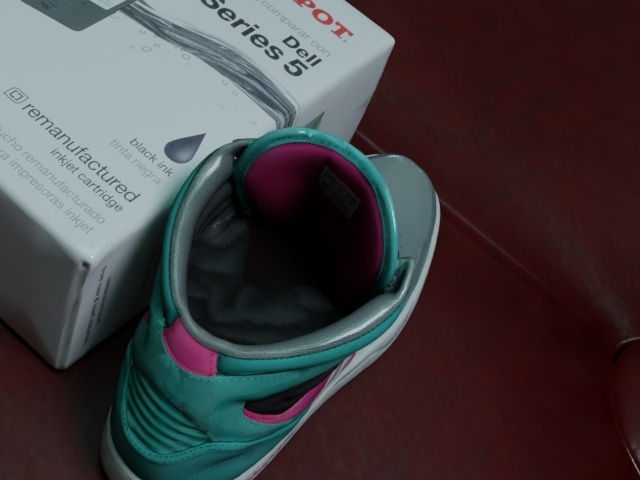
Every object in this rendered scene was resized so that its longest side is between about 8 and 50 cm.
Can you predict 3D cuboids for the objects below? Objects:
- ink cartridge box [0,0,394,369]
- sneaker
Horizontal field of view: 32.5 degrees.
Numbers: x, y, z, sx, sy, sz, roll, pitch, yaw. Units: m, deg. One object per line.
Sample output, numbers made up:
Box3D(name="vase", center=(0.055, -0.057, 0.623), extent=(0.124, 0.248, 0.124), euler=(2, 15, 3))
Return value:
Box3D(name="ink cartridge box", center=(-0.118, -0.087, 0.659), extent=(0.198, 0.115, 0.273), euler=(40, 50, 11))
Box3D(name="sneaker", center=(0.000, 0.000, 0.595), extent=(0.123, 0.178, 0.295), euler=(35, 49, 7))
